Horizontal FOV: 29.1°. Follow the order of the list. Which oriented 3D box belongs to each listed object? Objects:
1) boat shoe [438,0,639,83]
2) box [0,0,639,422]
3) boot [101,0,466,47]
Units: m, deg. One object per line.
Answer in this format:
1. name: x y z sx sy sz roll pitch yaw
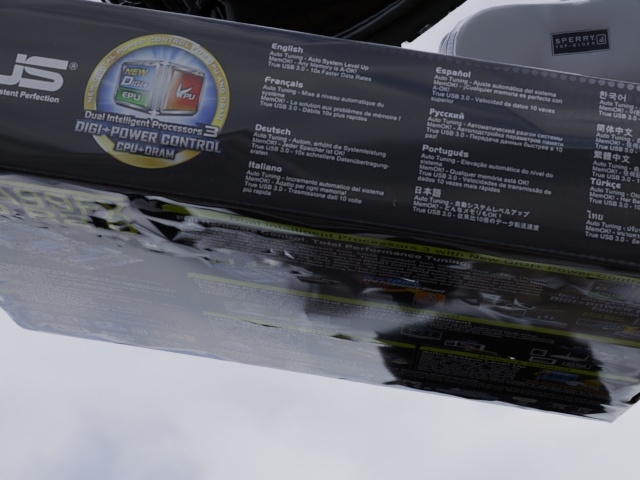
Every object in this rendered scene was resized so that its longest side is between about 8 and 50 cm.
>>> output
1. boat shoe: 0.262 -0.182 1.176 0.301 0.108 0.102 -6 8 -6
2. box: 0.000 0.000 0.451 0.270 0.060 0.216 9 -19 4
3. boot: -0.037 -0.230 0.815 0.348 0.131 0.260 -25 -73 31
